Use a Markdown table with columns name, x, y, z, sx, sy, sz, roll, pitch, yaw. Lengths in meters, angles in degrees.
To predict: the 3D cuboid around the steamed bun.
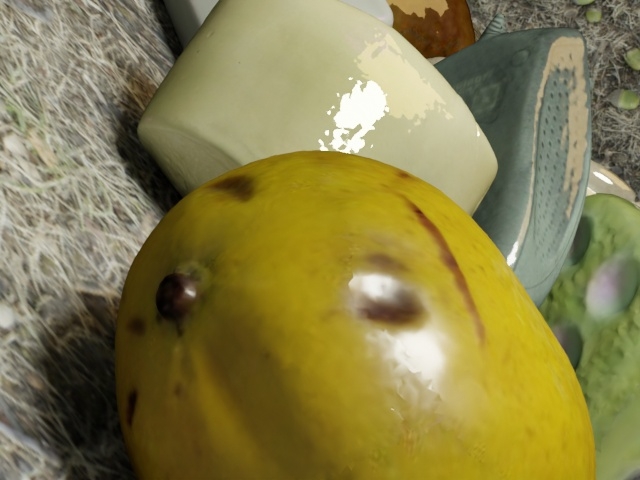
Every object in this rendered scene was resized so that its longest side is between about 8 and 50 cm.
| name | x | y | z | sx | sy | sz | roll | pitch | yaw |
| --- | --- | --- | --- | --- | --- | --- | --- | --- | --- |
| steamed bun | 0.006 | -0.072 | 1.187 | 0.250 | 0.200 | 0.155 | 41 | -18 | -12 |

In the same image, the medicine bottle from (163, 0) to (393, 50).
| name | x | y | z | sx | sy | sz | roll | pitch | yaw |
| --- | --- | --- | --- | --- | --- | --- | --- | --- | --- |
| medicine bottle | -0.039 | -0.208 | 1.470 | 0.179 | 0.124 | 0.324 | -7 | 47 | -18 |

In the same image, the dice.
| name | x | y | z | sx | sy | sz | roll | pitch | yaw |
| --- | --- | --- | --- | --- | --- | --- | --- | --- | --- |
| dice | 0.267 | 0.129 | 1.355 | 0.249 | 0.252 | 0.254 | 32 | 10 | -27 |

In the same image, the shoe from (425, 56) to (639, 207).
| name | x | y | z | sx | sy | sz | roll | pitch | yaw |
| --- | --- | --- | --- | --- | --- | --- | --- | --- | --- |
| shoe | 0.167 | 0.003 | 1.554 | 0.351 | 0.198 | 0.172 | 40 | -25 | -15 |

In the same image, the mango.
| name | x | y | z | sx | sy | sz | roll | pitch | yaw |
| --- | --- | --- | --- | --- | --- | --- | --- | --- | --- |
| mango | 0.042 | 0.091 | 0.951 | 0.301 | 0.220 | 0.445 | 53 | 12 | 17 |

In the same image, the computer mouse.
| name | x | y | z | sx | sy | sz | roll | pitch | yaw |
| --- | --- | --- | --- | --- | --- | --- | --- | --- | --- |
| computer mouse | 0.129 | -0.030 | 1.339 | 0.122 | 0.188 | 0.371 | 41 | 52 | -35 |

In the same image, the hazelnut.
| name | x | y | z | sx | sy | sz | roll | pitch | yaw |
| --- | --- | --- | --- | --- | --- | --- | --- | --- | --- |
| hazelnut | 0.054 | -0.198 | 1.676 | 0.229 | 0.229 | 0.229 | 46 | 16 | -18 |
